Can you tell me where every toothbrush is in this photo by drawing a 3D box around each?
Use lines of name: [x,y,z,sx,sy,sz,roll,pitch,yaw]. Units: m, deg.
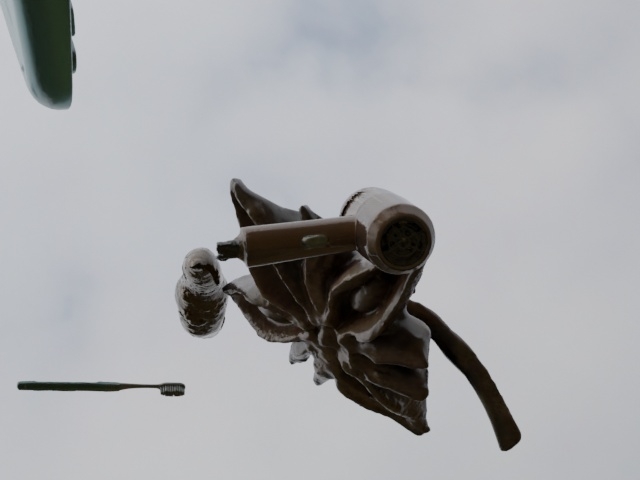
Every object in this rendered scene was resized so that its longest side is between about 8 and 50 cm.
toothbrush: [-0.218,0.148,1.216,0.167,0.014,0.011,3,-56,-14]

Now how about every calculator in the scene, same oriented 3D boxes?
calculator: [-0.197,-0.265,0.762,0.055,0.256,0.386,-12,-48,-16]

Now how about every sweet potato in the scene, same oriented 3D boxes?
sweet potato: [-0.133,0.060,1.358,0.067,0.067,0.274,-18,-19,-10]

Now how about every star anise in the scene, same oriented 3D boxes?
star anise: [0.037,0.076,1.221,0.109,0.350,0.292,-53,-38,-26]

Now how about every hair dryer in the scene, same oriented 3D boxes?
hair dryer: [0.000,0.000,1.048,0.182,0.117,0.064,-9,-78,-9]
